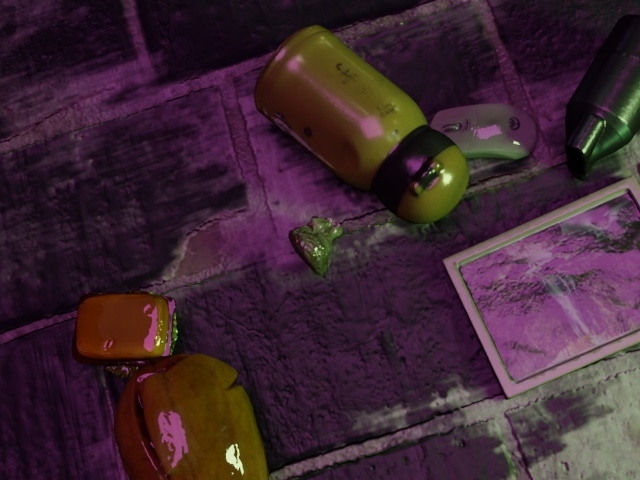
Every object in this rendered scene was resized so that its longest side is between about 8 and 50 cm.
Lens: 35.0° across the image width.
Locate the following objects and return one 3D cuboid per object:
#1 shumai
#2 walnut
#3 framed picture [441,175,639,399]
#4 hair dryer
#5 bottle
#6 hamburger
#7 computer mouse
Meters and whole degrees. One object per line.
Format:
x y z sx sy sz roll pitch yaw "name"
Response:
0.000 0.000 1.571 0.080 0.082 0.083 -38 94 -5 "shumai"
-0.172 0.320 1.435 0.209 0.209 0.336 -18 80 3 "walnut"
0.374 0.068 1.513 0.324 0.020 0.241 -22 71 2 "framed picture"
0.525 -0.167 1.527 0.302 0.116 0.244 30 82 10 "hair dryer"
0.072 -0.163 1.561 0.351 0.171 0.171 43 83 17 "bottle"
-0.300 0.145 1.565 0.165 0.087 0.137 3 74 12 "hamburger"
0.250 -0.174 1.593 0.181 0.056 0.089 -2 68 10 "computer mouse"
